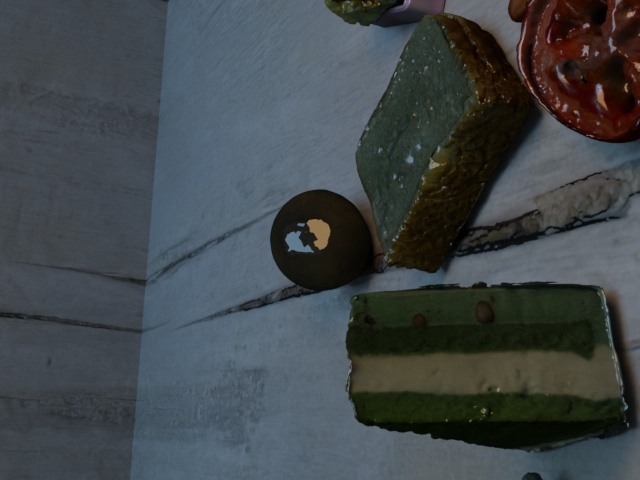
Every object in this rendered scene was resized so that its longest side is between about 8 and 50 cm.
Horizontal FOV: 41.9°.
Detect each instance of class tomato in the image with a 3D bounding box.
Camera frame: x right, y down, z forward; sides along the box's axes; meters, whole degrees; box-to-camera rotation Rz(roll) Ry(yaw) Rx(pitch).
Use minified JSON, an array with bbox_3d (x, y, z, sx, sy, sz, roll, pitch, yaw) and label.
[{"bbox_3d":[0.313,-0.211,0.862,0.228,0.101,0.227,7,98,64],"label":"tomato"}]

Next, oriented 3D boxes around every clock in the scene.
[{"bbox_3d":[0.132,-0.430,1.347,0.197,0.063,0.150,-158,77,-65],"label":"clock"}]

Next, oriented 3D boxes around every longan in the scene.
[{"bbox_3d":[0.000,0.000,1.399,0.187,0.168,0.167,28,109,41],"label":"longan"}]

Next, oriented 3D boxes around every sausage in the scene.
[{"bbox_3d":[0.277,-0.314,1.027,0.131,0.041,0.039,-38,55,56],"label":"sausage"}]

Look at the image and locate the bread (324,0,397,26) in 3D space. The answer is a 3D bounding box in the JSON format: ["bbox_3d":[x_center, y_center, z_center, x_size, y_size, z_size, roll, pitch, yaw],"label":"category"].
[{"bbox_3d":[0.060,-0.409,1.295,0.156,0.110,0.103,-40,42,55],"label":"bread"}]

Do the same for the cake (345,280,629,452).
[{"bbox_3d":[0.152,0.145,0.903,0.172,0.284,0.157,112,157,-64],"label":"cake"}]

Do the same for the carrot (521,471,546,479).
[{"bbox_3d":[0.275,0.381,0.817,0.069,0.069,0.335,-58,40,41],"label":"carrot"}]

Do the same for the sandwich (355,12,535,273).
[{"bbox_3d":[0.155,-0.151,1.174,0.271,0.099,0.301,-110,36,-45],"label":"sandwich"}]
